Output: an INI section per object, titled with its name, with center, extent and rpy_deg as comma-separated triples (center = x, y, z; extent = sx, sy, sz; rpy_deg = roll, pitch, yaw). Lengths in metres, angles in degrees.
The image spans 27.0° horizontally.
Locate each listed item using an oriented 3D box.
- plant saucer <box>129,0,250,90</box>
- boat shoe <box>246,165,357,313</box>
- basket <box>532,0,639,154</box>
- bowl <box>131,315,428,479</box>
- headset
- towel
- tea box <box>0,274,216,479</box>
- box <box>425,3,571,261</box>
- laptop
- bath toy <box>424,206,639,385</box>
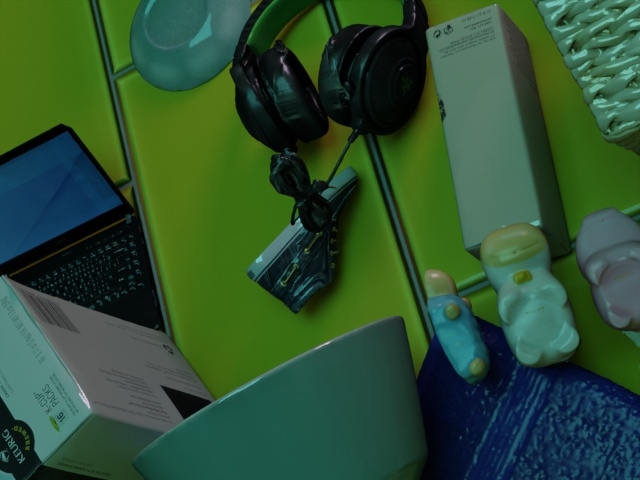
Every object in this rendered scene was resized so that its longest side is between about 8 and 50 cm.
[plant saucer]
center = -0.186, -0.298, 1.796
extent = 0.195, 0.037, 0.195
rpy_deg = -9, 70, 25
[boat shoe]
center = 0.000, 0.000, 1.593
extent = 0.083, 0.065, 0.183
rpy_deg = 42, 78, -1
[basket]
center = 0.376, -0.262, 1.286
extent = 0.331, 0.328, 0.266
rpy_deg = -24, 83, 19
[bowl]
center = -0.014, 0.219, 1.344
extent = 0.312, 0.311, 0.163
rpy_deg = -33, 79, 16
[headset]
center = -0.004, -0.191, 1.570
extent = 0.243, 0.185, 0.394
rpy_deg = -11, 56, 22
[towel]
center = 0.221, 0.229, 1.393
extent = 0.308, 0.076, 0.227
rpy_deg = 24, 90, 34
[tea box]
center = -0.317, 0.255, 1.519
extent = 0.323, 0.329, 0.220
rpy_deg = -46, 59, 8
[box]
center = 0.198, -0.113, 1.489
extent = 0.094, 0.113, 0.275
rpy_deg = -17, 66, 23
[laptop]
center = -0.359, 0.026, 1.727
extent = 0.234, 0.136, 0.264
rpy_deg = -25, 64, 20
[bath toy]
center = 0.285, 0.037, 1.350
extent = 0.348, 0.129, 0.151
rpy_deg = -16, 84, 9
